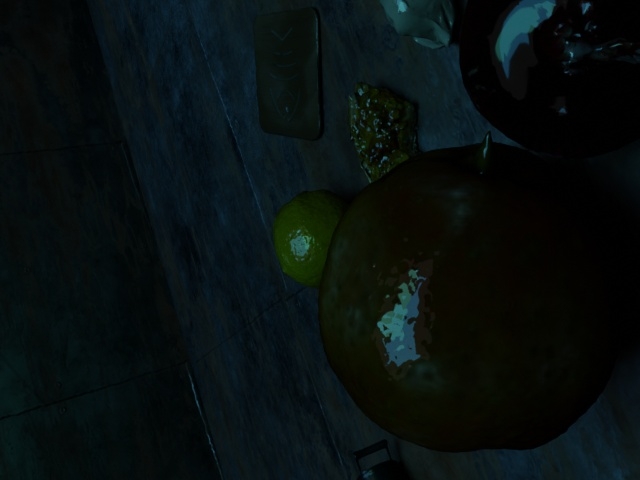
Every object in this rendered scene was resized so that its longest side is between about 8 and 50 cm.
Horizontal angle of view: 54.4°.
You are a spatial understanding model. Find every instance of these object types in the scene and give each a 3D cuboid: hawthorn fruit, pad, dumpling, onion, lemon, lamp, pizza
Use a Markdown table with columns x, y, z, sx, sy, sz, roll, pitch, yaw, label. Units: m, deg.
| x | y | z | sx | sy | sz | roll | pitch | yaw | label |
| --- | --- | --- | --- | --- | --- | --- | --- | --- | --- |
| 0.187 | 0.050 | 0.795 | 0.403 | 0.403 | 0.402 | 28 | 124 | 53 | hawthorn fruit |
| -0.080 | -0.381 | 1.446 | 0.287 | 0.018 | 0.283 | 23 | 119 | 55 | pad |
| 0.148 | -0.377 | 0.999 | 0.188 | 0.108 | 0.127 | 56 | 170 | 5 | dumpling |
| 0.277 | -0.218 | 0.670 | 0.273 | 0.285 | 0.272 | 9 | 114 | 20 | onion |
| 0.000 | 0.000 | 1.281 | 0.192 | 0.192 | 0.230 | -43 | 64 | 56 | lemon |
| 0.152 | 0.562 | 1.308 | 0.172 | 0.147 | 0.227 | 78 | 169 | -51 | lamp |
| 0.124 | -0.152 | 1.126 | 0.161 | 0.086 | 0.305 | -32 | 74 | 57 | pizza |
